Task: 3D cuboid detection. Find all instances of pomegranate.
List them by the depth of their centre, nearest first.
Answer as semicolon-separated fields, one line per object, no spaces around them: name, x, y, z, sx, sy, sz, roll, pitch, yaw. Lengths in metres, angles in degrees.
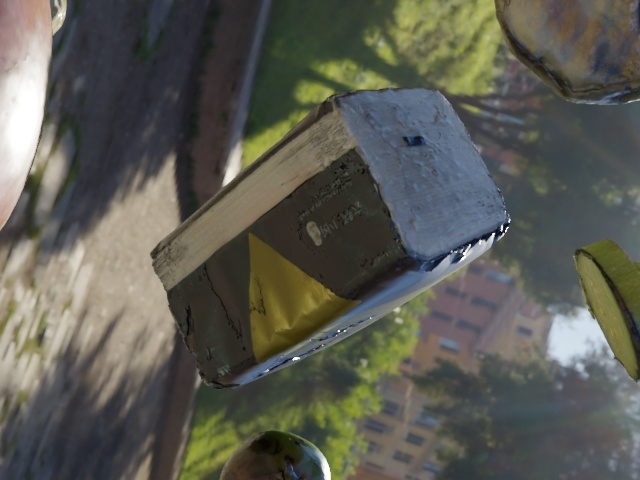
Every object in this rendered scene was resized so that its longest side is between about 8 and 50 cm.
pomegranate;-0.082;0.332;1.415;0.220;0.156;0.156;-22;-145;37

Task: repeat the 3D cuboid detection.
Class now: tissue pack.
tissue pack;0.000;0.000;1.459;0.416;0.253;0.264;-34;168;37

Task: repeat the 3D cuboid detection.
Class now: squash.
squash;0.453;0.082;1.550;0.133;0.220;0.220;-32;-178;1

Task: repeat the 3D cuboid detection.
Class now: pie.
pie;0.373;-0.337;1.397;0.075;0.338;0.337;-123;-127;-85

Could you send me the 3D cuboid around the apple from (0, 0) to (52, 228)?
apple;-0.325;-0.121;0.625;0.348;0.349;0.277;112;4;-71

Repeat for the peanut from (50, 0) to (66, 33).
peanut;-0.483;-0.372;1.654;0.313;0.149;0.149;38;-66;50
